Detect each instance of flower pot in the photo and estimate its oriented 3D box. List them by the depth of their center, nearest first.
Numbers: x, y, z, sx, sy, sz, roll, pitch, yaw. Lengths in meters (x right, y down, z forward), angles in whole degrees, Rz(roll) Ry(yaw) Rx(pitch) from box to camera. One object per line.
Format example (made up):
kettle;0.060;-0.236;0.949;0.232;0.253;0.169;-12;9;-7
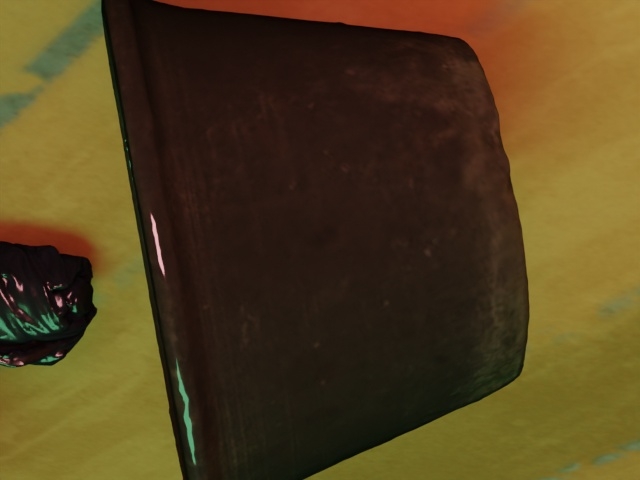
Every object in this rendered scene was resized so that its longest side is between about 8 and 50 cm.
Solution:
flower pot;0.000;0.000;0.804;0.148;0.235;0.235;-9;152;-5

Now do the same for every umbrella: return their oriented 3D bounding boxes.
umbrella;-0.240;0.028;1.056;0.248;0.071;0.071;5;152;13
